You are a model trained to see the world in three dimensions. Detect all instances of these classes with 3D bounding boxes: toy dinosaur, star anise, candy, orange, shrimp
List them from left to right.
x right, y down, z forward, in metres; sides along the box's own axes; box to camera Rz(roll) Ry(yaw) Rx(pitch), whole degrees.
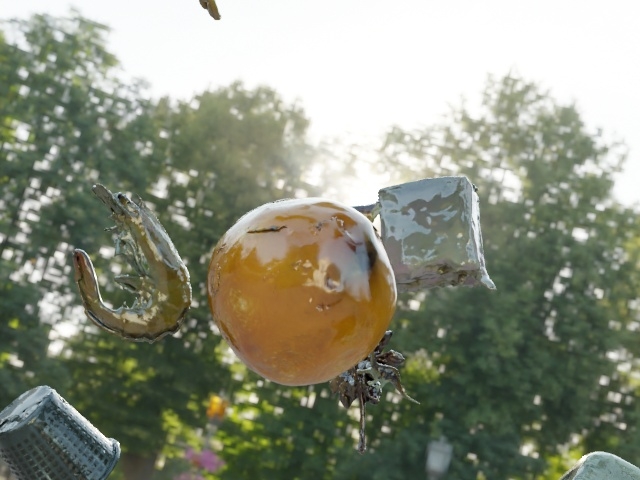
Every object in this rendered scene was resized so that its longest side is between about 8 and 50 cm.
[{"bbox_3d":[-0.296,0.040,1.630,0.253,0.173,0.058,54,-21,-1],"label":"shrimp"},{"bbox_3d":[-0.023,0.058,1.391,0.246,0.246,0.246,15,-13,4],"label":"orange"},{"bbox_3d":[0.090,0.260,2.040,0.073,0.177,0.234,25,23,-37],"label":"star anise"},{"bbox_3d":[0.111,0.244,1.947,0.058,0.037,0.180,-24,-46,23],"label":"toy dinosaur"},{"bbox_3d":[0.196,-0.008,1.872,0.185,0.195,0.137,-7,-23,12],"label":"candy"}]

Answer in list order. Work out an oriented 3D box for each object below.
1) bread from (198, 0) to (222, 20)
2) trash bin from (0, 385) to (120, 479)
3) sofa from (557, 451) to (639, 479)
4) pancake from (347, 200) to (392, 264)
[{"bbox_3d":[-0.214,-0.451,2.008,0.110,0.024,0.110,53,-8,10],"label":"bread"},{"bbox_3d":[-0.435,0.328,1.746,0.175,0.175,0.161,-2,-52,52],"label":"trash bin"},{"bbox_3d":[0.288,0.373,1.180,0.176,0.210,0.225,37,-42,9],"label":"sofa"},{"bbox_3d":[0.000,0.000,1.669,0.212,0.056,0.257,3,23,-2],"label":"pancake"}]
